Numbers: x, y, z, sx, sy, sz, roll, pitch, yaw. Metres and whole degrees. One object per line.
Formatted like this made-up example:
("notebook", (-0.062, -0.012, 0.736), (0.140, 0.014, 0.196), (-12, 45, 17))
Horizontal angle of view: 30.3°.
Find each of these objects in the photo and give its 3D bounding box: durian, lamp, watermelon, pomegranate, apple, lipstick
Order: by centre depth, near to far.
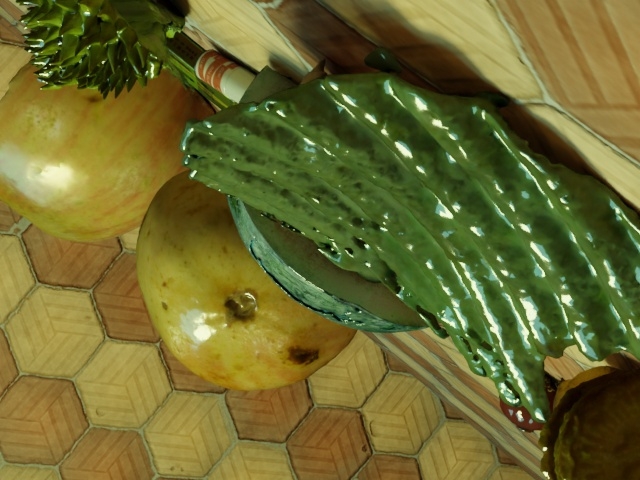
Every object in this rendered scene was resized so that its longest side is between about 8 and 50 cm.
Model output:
("durian", (-0.220, -0.234, 1.197), (0.169, 0.158, 0.355), (-1, -162, -8))
("watermelon", (-0.002, 0.002, 1.239), (0.322, 0.188, 0.175), (41, 148, 2))
("lipstick", (-0.087, -0.173, 1.330), (0.130, 0.038, 0.038), (35, 173, 34))
("pomegranate", (-0.080, 0.030, 1.617), (0.342, 0.342, 0.342), (39, 174, 5))
("lamp", (0.311, 0.237, 1.733), (0.101, 0.090, 0.101), (14, -158, -6))
("apple", (-0.348, -0.156, 1.754), (0.314, 0.309, 0.252), (41, 174, -35))

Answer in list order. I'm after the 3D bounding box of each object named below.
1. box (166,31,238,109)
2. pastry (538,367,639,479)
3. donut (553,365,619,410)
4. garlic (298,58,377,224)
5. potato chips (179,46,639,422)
("box", (-0.173, -0.230, 1.475), (0.193, 0.030, 0.121), (40, 174, 1))
("pastry", (0.311, 0.213, 1.135), (0.188, 0.189, 0.103), (39, 171, 6))
("donut", (0.316, 0.200, 1.268), (0.146, 0.078, 0.181), (52, -150, 8))
("garlic", (0.057, -0.067, 1.058), (0.198, 0.090, 0.128), (42, 162, 13))
("potato chips", (0.068, -0.002, 0.952), (0.389, 0.097, 0.373), (33, 157, -5))
